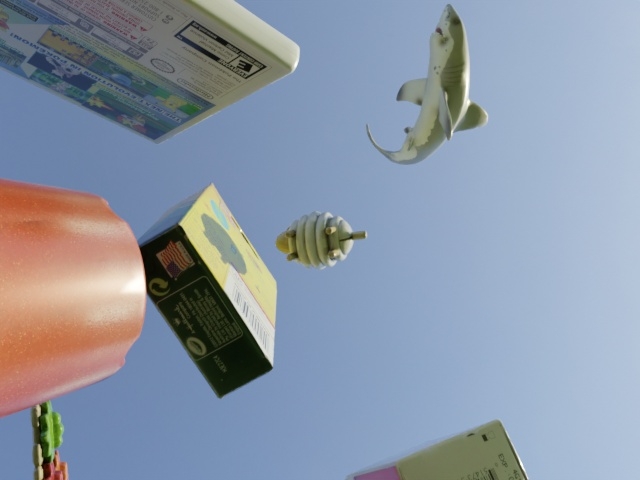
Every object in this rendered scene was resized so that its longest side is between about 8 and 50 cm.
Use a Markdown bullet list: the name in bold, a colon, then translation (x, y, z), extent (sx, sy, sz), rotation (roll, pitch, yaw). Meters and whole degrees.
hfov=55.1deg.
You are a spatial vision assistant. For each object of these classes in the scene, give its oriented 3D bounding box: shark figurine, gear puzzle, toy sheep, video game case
- **shark figurine**: translation (0.166, -0.160, 0.854), extent (0.116, 0.278, 0.166), rotation (-2, -119, -19)
- **gear puzzle**: translation (-0.377, 0.298, 0.872), extent (0.044, 0.175, 0.339), rotation (-4, -100, -20)
- **toy sheep**: translation (0.000, 0.000, 0.859), extent (0.132, 0.091, 0.091), rotation (-1, -73, 16)
- **video game case**: translation (-0.237, -0.215, 0.617), extent (0.329, 0.300, 0.036), rotation (24, -113, -36)

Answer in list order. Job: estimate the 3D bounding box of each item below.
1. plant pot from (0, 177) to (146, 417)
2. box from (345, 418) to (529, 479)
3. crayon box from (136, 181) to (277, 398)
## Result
- **plant pot**: translation (-0.318, 0.052, 0.529), extent (0.265, 0.272, 0.272), rotation (-1, -72, -59)
- **box**: translation (0.144, 0.327, 0.780), extent (0.148, 0.232, 0.127), rotation (-15, -110, -19)
- **crayon box**: translation (-0.141, 0.045, 0.826), extent (0.081, 0.318, 0.202), rotation (-30, -77, 5)
